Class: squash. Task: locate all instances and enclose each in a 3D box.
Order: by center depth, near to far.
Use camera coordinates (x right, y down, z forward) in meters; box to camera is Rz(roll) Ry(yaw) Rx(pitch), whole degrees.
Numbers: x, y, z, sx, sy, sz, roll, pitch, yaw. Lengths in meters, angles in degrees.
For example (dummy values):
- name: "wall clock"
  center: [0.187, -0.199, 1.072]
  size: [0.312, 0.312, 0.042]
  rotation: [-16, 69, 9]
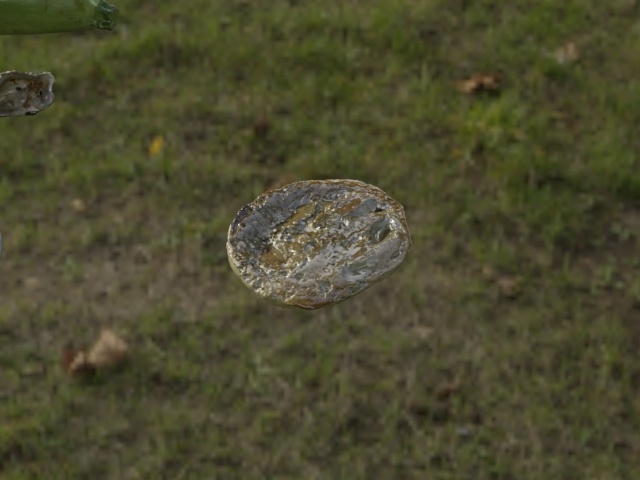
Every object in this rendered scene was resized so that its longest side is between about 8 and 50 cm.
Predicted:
- name: "squash"
  center: [-0.418, -0.292, 1.810]
  size: [0.371, 0.118, 0.118]
  rotation: [7, 31, -2]

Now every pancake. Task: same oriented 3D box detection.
- name: "pancake"
  center: [0.000, 0.000, 1.147]
  size: [0.139, 0.022, 0.139]
  rotation: [-6, 39, 5]

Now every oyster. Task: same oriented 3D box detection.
- name: "oyster"
  center: [-0.332, -0.160, 1.718]
  size: [0.093, 0.051, 0.034]
  rotation: [-5, 10, 2]

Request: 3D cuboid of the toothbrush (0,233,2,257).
- name: "toothbrush"
  center: [-0.221, 0.095, 0.975]
  size: [0.019, 0.025, 0.275]
  rotation: [-15, 49, 16]
